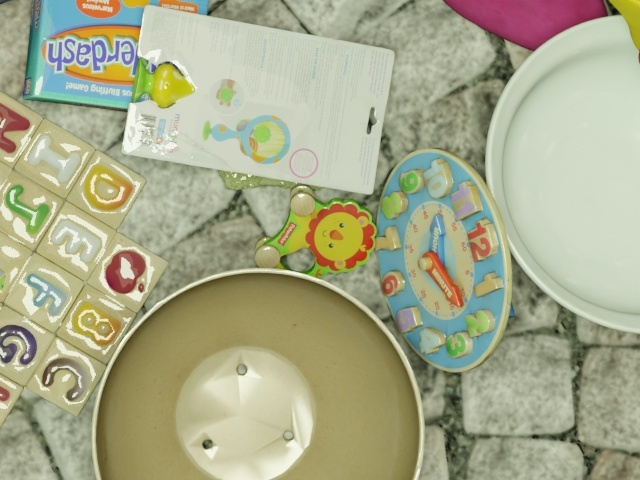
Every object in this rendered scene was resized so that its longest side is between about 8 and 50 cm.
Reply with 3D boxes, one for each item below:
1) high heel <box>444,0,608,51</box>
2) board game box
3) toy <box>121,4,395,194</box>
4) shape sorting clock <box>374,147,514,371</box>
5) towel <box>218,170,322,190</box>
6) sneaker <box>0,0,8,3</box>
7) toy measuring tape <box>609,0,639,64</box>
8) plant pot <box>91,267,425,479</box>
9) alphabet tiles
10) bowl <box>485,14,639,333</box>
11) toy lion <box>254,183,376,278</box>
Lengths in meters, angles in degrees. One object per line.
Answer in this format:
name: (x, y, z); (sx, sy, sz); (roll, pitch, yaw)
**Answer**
high heel: (0.133, -0.307, 1.544); (0.377, 0.181, 0.127); (38, 86, -4)
board game box: (-0.185, -0.225, 1.557); (0.160, 0.047, 0.210); (5, 89, -24)
toy: (-0.060, -0.129, 1.553); (0.237, 0.056, 0.137); (9, 91, -17)
shape sorting clock: (0.107, 0.019, 1.531); (0.040, 0.206, 0.206); (-8, 90, -34)
towel: (-0.042, -0.121, 1.601); (0.110, 0.027, 0.148); (1, 88, -7)
sneaker: (-0.339, -0.236, 1.560); (0.209, 0.082, 0.069); (-21, 77, -24)
toy measuring tape: (0.281, -0.214, 1.495); (0.330, 0.121, 0.121); (30, 86, 19)
plant pot: (-0.061, 0.168, 1.512); (0.284, 0.191, 0.284); (0, 88, -6)
alphabet tiles: (-0.332, 0.006, 1.576); (0.342, 0.011, 0.285); (31, 86, -5)
bowl: (0.284, -0.053, 1.572); (0.297, 0.134, 0.298); (1, 82, -9)
toy lion: (0.000, 0.000, 1.591); (0.096, 0.034, 0.100); (32, 104, -11)
